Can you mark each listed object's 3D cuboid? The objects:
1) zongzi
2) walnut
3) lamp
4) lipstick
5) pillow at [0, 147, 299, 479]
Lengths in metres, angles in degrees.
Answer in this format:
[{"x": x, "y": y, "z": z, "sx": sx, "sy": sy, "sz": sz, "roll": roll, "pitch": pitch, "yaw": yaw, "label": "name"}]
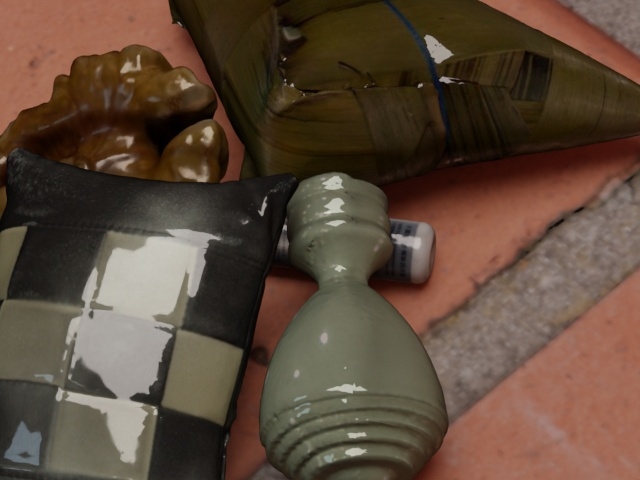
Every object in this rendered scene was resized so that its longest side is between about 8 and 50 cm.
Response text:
[{"x": 0.062, "y": -0.141, "z": 1.227, "sx": 0.289, "sy": 0.123, "sz": 0.260, "roll": -9, "pitch": 44, "yaw": -17, "label": "zongzi"}, {"x": -0.131, "y": -0.042, "z": 1.172, "sx": 0.170, "sy": 0.069, "sz": 0.143, "roll": -26, "pitch": 65, "yaw": 14, "label": "walnut"}, {"x": 0.016, "y": 0.058, "z": 1.075, "sx": 0.106, "sy": 0.106, "sz": 0.193, "roll": -4, "pitch": 61, "yaw": 3, "label": "lamp"}, {"x": 0.000, "y": 0.000, "z": 1.165, "sx": 0.141, "sy": 0.040, "sz": 0.040, "roll": 8, "pitch": 56, "yaw": 11, "label": "lipstick"}, {"x": -0.119, "y": 0.071, "z": 1.066, "sx": 0.186, "sy": 0.106, "sz": 0.249, "roll": 8, "pitch": 77, "yaw": 17, "label": "pillow"}]
